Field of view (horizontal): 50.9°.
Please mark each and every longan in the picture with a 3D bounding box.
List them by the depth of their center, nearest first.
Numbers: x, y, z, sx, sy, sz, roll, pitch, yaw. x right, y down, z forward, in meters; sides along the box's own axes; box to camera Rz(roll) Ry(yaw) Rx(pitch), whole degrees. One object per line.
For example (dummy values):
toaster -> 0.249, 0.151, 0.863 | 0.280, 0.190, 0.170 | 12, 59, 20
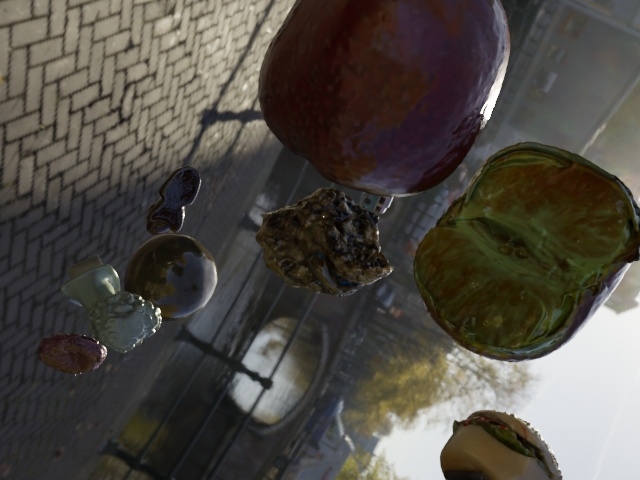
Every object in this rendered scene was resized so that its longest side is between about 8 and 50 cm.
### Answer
longan -> -0.377, 0.100, 1.718 | 0.248, 0.248, 0.248 | -59, 170, -16

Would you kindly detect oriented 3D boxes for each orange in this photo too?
orange -> 0.299, 0.018, 0.993 | 0.334, 0.262, 0.196 | -56, 163, -1

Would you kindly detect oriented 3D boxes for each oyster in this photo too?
oyster -> 0.000, 0.000, 1.170 | 0.083, 0.223, 0.214 | 75, 0, -59

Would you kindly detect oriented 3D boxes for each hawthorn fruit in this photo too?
hawthorn fruit -> 0.082, -0.228, 0.793 | 0.285, 0.285, 0.369 | -52, 167, -47

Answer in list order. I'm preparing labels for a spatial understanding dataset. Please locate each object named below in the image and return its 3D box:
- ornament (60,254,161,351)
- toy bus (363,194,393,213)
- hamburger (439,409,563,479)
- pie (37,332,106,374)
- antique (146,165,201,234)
ornament -> -0.448, 0.123, 1.384 | 0.130, 0.285, 0.120 | -40, 138, -23
toy bus -> 0.183, -0.143, 2.001 | 0.060, 0.075, 0.123 | -48, 164, -49
hamburger -> 0.412, 0.525, 1.516 | 0.170, 0.302, 0.302 | -30, 156, -27
pie -> -0.562, 0.257, 1.522 | 0.153, 0.153, 0.038 | 107, -12, -51
antique -> -0.498, -0.131, 2.260 | 0.257, 0.121, 0.143 | -65, -162, -4
